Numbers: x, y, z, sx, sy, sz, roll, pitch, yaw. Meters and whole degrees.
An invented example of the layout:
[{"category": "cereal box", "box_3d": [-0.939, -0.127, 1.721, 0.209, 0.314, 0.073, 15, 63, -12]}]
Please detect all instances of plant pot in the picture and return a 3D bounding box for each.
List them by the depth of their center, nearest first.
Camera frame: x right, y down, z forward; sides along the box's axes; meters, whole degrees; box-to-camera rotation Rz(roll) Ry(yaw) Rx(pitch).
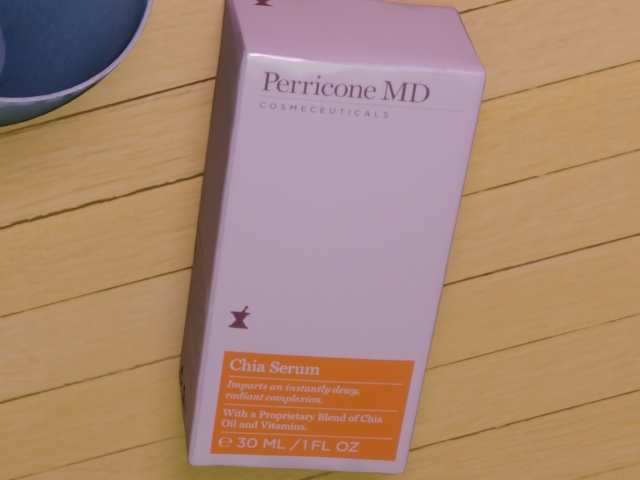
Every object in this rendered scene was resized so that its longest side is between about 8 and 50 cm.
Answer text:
[{"category": "plant pot", "box_3d": [-0.311, -0.211, 1.557, 0.290, 0.290, 0.195, 20, 151, -19]}]

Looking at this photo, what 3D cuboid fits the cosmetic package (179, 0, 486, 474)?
[{"category": "cosmetic package", "box_3d": [0.000, 0.000, 1.764, 0.230, 0.161, 0.453, 3, 119, -10]}]
